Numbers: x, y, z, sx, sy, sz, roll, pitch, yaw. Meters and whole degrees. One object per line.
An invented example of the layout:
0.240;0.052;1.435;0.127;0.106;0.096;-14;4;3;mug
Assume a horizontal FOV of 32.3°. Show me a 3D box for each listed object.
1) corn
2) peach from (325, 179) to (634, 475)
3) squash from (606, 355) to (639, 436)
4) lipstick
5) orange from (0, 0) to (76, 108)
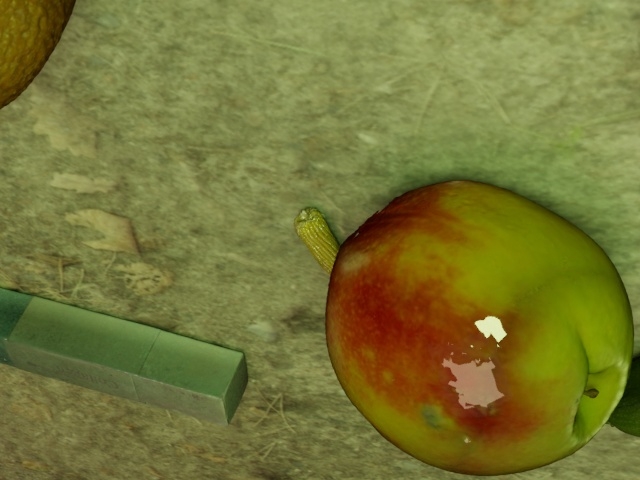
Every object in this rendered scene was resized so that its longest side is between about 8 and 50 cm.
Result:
0.000;0.000;0.980;0.027;0.028;0.083;-6;139;26;corn
0.117;0.067;0.843;0.231;0.231;0.231;15;143;11;peach
0.325;0.113;0.899;0.087;0.087;0.331;37;143;-19;squash
-0.241;0.127;1.234;0.317;0.068;0.066;13;142;14;lipstick
-0.295;-0.194;0.725;0.264;0.264;0.264;15;143;11;orange
